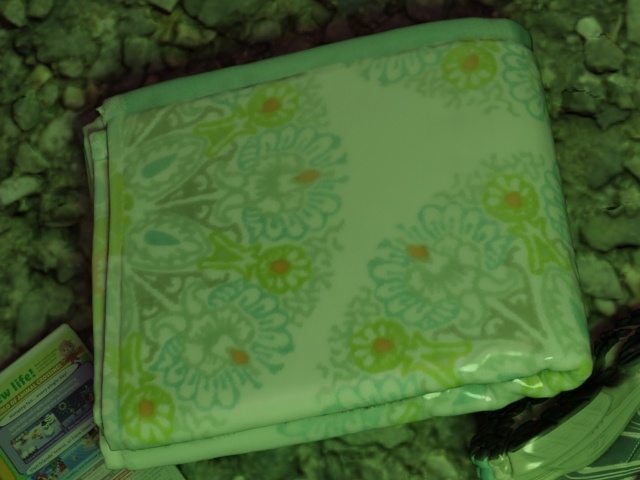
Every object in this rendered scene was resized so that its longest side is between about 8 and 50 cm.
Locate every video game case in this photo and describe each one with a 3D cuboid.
[{"bbox_3d":[-0.225,0.200,1.405,0.212,0.023,0.193,-38,70,-4],"label":"video game case"}]

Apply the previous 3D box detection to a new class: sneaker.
[{"bbox_3d":[0.242,0.130,1.329,0.283,0.110,0.122,-30,105,-17],"label":"sneaker"}]

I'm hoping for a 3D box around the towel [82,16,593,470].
[{"bbox_3d":[0.000,0.000,1.375,0.374,0.090,0.321,-12,58,10],"label":"towel"}]

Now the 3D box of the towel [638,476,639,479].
[{"bbox_3d":[0.286,0.215,1.278,0.148,0.027,0.110,4,100,-12],"label":"towel"}]
